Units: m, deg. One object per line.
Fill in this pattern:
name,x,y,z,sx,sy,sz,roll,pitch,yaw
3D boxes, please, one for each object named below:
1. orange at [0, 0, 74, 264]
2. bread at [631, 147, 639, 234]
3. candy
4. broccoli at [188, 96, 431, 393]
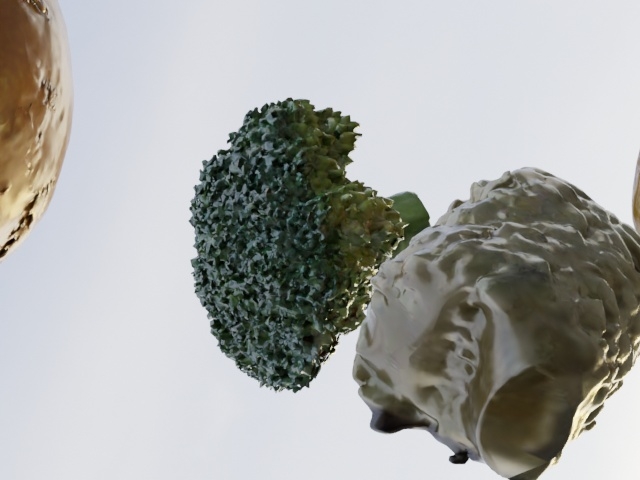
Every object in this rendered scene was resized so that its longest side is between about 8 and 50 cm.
orange,-0.239,-0.078,0.835,0.246,0.246,0.246,2,-92,-44
bread,0.394,-0.063,1.170,0.337,0.328,0.148,-44,-34,-60
candy,0.065,0.026,0.599,0.110,0.095,0.085,-36,-28,-47
broccoli,0.000,0.000,1.268,0.194,0.194,0.219,-18,-70,-43
